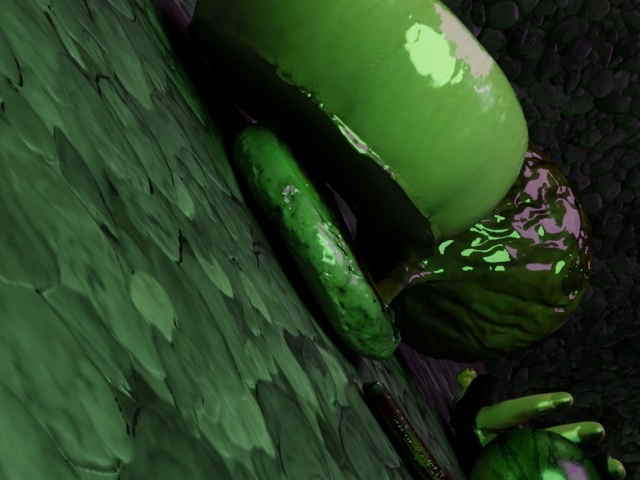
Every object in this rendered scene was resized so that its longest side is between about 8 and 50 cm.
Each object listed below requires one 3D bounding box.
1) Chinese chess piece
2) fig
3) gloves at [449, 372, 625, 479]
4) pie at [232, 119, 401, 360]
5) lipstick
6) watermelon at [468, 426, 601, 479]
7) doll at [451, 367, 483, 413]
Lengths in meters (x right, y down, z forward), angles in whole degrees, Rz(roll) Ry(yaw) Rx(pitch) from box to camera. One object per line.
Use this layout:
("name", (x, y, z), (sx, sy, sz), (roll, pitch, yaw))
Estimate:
("Chinese chess piece", (0.032, -0.139, 0.961), (0.338, 0.140, 0.338), (42, -6, 6))
("fig", (0.148, 0.024, 1.150), (0.286, 0.286, 0.368), (60, 25, 0))
("gloves", (0.262, 0.272, 1.241), (0.197, 0.152, 0.301), (48, -16, -13))
("pie", (0.000, 0.000, 0.913), (0.240, 0.054, 0.240), (60, 6, -10))
("lipstick", (0.085, 0.187, 0.868), (0.176, 0.027, 0.027), (56, 7, -17))
("watermelon", (0.219, 0.261, 1.070), (0.141, 0.140, 0.187), (61, 2, 6))
("doll", (0.243, 0.272, 1.478), (0.129, 0.081, 0.207), (32, 25, -35))
